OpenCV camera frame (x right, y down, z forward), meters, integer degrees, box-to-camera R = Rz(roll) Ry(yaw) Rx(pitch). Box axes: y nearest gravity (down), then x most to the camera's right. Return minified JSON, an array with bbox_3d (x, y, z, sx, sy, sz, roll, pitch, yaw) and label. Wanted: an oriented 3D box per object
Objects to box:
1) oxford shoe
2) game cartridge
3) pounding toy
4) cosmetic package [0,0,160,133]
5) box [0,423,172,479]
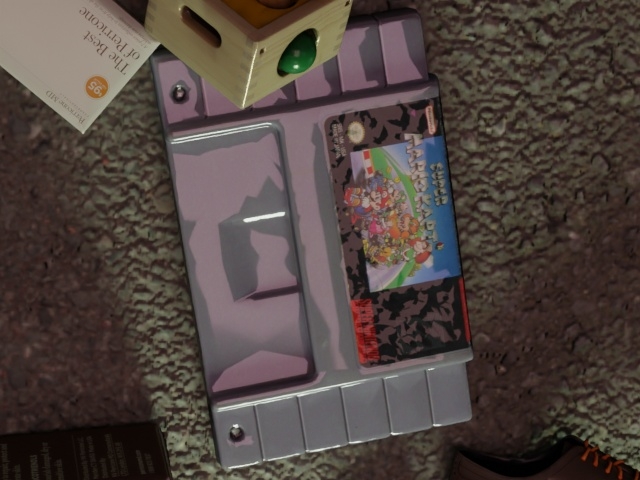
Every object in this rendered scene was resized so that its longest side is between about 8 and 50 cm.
[{"bbox_3d":[0.241,0.219,1.585,0.271,0.097,0.098,-2,100,7],"label":"oxford shoe"},{"bbox_3d":[0.000,0.000,1.530,0.230,0.068,0.355,-10,106,-4],"label":"game cartridge"},{"bbox_3d":[-0.034,-0.182,1.407,0.130,0.141,0.100,-34,154,-36],"label":"pounding toy"},{"bbox_3d":[-0.244,-0.196,1.431,0.239,0.060,0.099,39,95,-17],"label":"cosmetic package"},{"bbox_3d":[-0.307,0.268,1.500,0.381,0.143,0.191,-4,105,-8],"label":"box"}]
